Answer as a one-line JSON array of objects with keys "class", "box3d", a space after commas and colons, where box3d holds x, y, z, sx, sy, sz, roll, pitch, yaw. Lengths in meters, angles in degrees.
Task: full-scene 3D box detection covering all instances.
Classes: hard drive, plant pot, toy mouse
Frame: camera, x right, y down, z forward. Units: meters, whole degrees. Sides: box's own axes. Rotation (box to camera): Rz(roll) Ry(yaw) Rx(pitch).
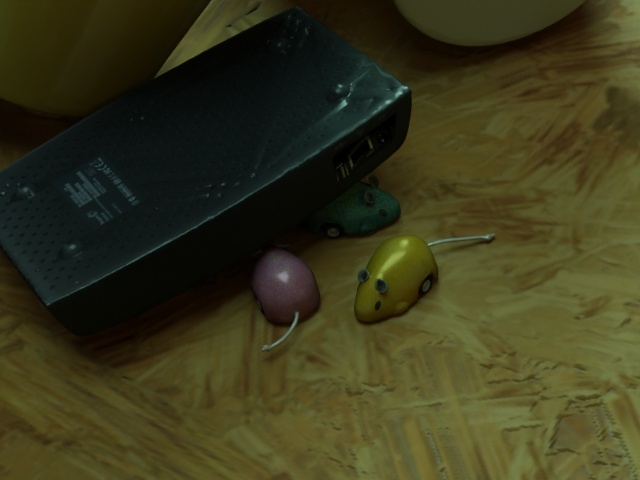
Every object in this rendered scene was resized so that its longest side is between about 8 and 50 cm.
[{"class": "hard drive", "box3d": [-0.080, -0.044, 1.154, 0.254, 0.054, 0.172, -31, 37, -13]}, {"class": "plant pot", "box3d": [-0.147, -0.220, 1.195, 0.254, 0.239, 0.254, 18, 35, -13]}, {"class": "toy mouse", "box3d": [0.000, 0.000, 1.137, 0.161, 0.031, 0.143, -38, 52, -23]}]

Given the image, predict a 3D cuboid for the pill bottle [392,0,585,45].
[{"class": "pill bottle", "box3d": [0.068, -0.313, 1.296, 0.204, 0.204, 0.361, -18, 50, -6]}]
